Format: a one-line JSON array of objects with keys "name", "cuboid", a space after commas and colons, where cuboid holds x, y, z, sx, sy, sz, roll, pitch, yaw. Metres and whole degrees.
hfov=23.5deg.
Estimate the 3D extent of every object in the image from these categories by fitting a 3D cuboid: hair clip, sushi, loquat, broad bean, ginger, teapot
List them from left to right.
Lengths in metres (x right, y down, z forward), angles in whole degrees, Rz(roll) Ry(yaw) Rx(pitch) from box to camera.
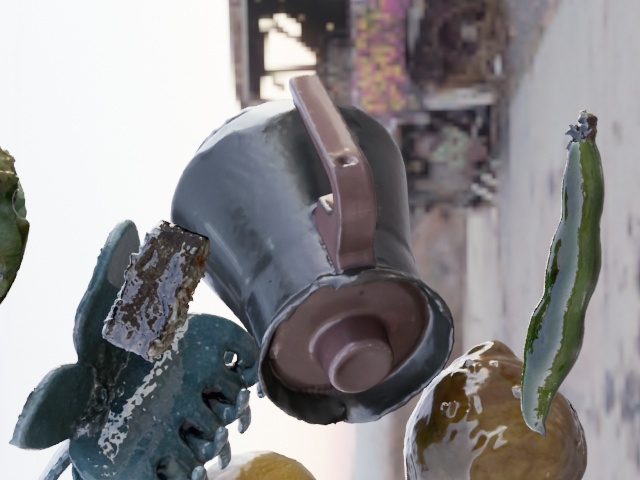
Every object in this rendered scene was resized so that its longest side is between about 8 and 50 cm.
[{"name": "hair clip", "cuboid": [-0.223, 0.220, 1.990, 0.392, 0.238, 0.318, 104, -168, -58]}, {"name": "sushi", "cuboid": [-0.176, 0.055, 1.689, 0.090, 0.078, 0.150, 49, -115, -83]}, {"name": "loquat", "cuboid": [-0.099, 0.434, 2.371, 0.193, 0.238, 0.238, 107, 169, -49]}, {"name": "teapot", "cuboid": [0.000, 0.000, 1.828, 0.362, 0.305, 0.376, -116, 21, -43]}, {"name": "ginger", "cuboid": [0.192, 0.267, 1.871, 0.223, 0.269, 0.200, 36, -156, -31]}, {"name": "broad bean", "cuboid": [0.220, 0.034, 1.367, 0.060, 0.043, 0.297, 25, 108, 54]}]

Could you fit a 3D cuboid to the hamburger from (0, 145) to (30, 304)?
[{"name": "hamburger", "cuboid": [-0.413, -0.005, 1.651, 0.288, 0.167, 0.192, -60, 40, 24]}]
